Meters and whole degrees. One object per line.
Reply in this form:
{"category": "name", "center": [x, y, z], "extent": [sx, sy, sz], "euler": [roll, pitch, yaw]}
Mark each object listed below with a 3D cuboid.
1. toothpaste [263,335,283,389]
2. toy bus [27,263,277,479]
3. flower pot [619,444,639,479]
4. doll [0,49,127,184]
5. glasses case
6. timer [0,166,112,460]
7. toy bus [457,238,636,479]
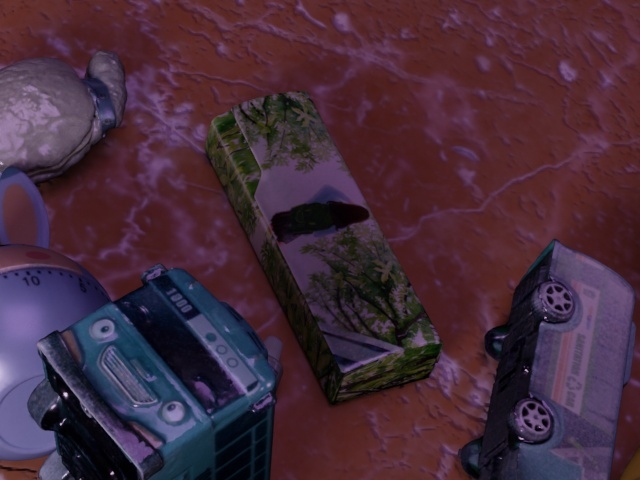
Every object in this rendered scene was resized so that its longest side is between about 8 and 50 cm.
{"category": "toothpaste", "center": [-0.067, 0.153, 1.501], "extent": [0.048, 0.029, 0.197], "euler": [18, 55, 6]}
{"category": "toy bus", "center": [-0.108, 0.136, 1.347], "extent": [0.147, 0.256, 0.128], "euler": [-34, 67, -21]}
{"category": "flower pot", "center": [0.326, 0.189, 1.485], "extent": [0.195, 0.195, 0.179], "euler": [26, 39, 6]}
{"category": "doll", "center": [-0.243, -0.095, 1.619], "extent": [0.214, 0.071, 0.103], "euler": [-33, 65, -28]}
{"category": "glasses case", "center": [0.000, 0.000, 1.614], "extent": [0.095, 0.062, 0.272], "euler": [-14, 57, -23]}
{"category": "timer", "center": [-0.245, 0.042, 1.452], "extent": [0.175, 0.175, 0.255], "euler": [-18, 65, -26]}
{"category": "toy bus", "center": [0.182, 0.125, 1.551], "extent": [0.109, 0.091, 0.261], "euler": [24, 52, -9]}
